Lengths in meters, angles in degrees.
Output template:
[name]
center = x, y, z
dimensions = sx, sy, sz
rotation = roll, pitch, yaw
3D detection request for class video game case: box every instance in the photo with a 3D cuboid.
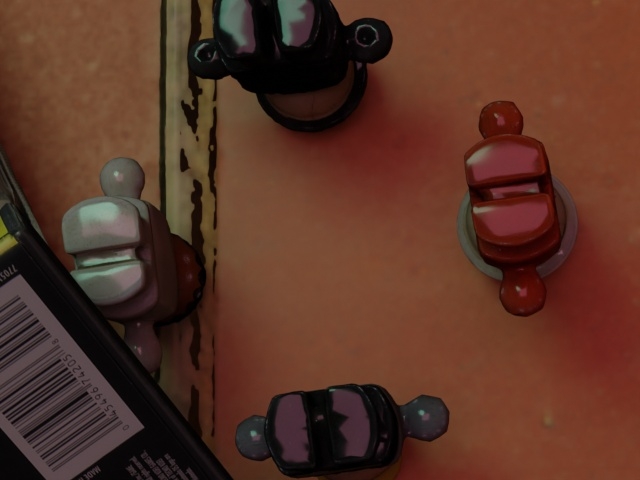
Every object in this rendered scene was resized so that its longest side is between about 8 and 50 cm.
[video game case]
center = -0.160, 0.155, 0.789
dimensions = 0.248, 0.275, 0.035
rotation = -36, 32, -3

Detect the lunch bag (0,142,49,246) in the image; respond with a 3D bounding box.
[lunch bag]
center = -0.281, -0.027, 0.857
dimensions = 0.256, 0.212, 0.305
rotation = -24, 75, -12

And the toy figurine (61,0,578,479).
[toy figurine]
center = 0.000, 0.000, 0.850
dimensions = 0.213, 0.148, 0.209
rotation = 35, 89, 11
